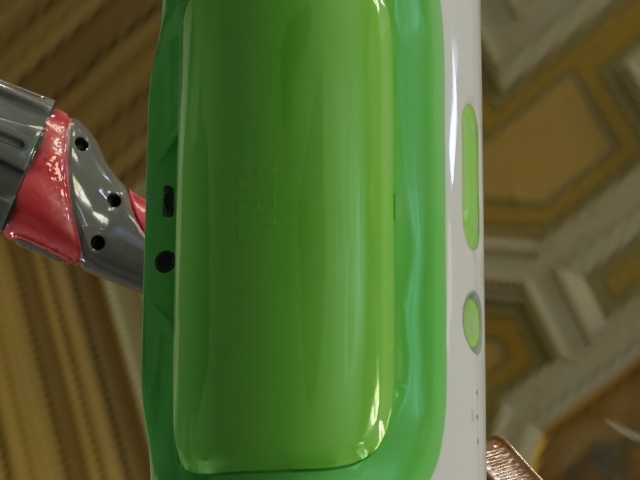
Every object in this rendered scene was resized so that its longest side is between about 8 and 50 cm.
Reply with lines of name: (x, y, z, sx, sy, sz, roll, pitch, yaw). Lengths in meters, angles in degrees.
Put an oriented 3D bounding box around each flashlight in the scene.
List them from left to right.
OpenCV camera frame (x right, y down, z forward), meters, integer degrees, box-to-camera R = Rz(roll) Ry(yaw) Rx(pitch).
flashlight: (-0.097, -0.007, 1.330, 0.103, 0.304, 0.103, -78, -168, -50)

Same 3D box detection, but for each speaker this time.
speaker: (0.000, 0.000, 0.766, 0.131, 0.131, 0.297, -10, -106, 39)

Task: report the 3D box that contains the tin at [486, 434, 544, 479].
tin: (0.134, 0.204, 1.332, 0.190, 0.040, 0.106, -133, -142, -61)
